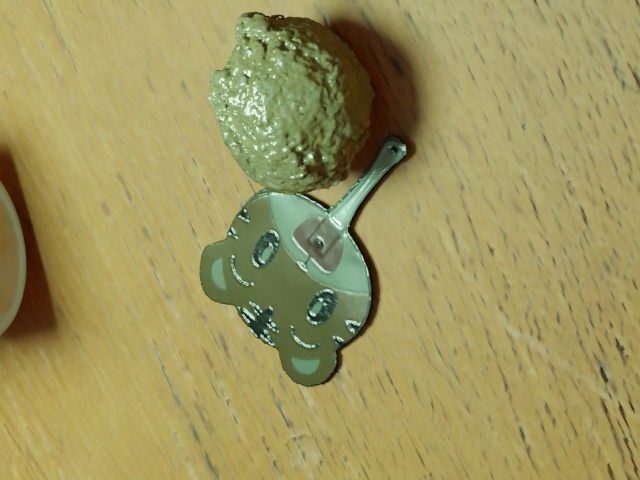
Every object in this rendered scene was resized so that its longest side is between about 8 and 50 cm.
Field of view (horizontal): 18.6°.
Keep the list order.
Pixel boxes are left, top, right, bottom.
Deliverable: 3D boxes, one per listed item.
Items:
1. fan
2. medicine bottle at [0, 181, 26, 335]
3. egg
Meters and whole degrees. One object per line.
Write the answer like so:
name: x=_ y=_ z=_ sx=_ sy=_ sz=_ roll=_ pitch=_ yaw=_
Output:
fan: x=0.000 y=0.000 z=1.544 sx=0.152 sy=0.008 sz=0.227 roll=46 pitch=119 yaw=16
medicine bottle: x=-0.457 y=0.042 z=1.703 sx=0.378 sy=0.213 sz=0.214 roll=-14 pitch=92 yaw=31
egg: x=-0.021 y=-0.104 z=1.474 sx=0.116 sy=0.118 sz=0.140 roll=-14 pitch=83 yaw=49
